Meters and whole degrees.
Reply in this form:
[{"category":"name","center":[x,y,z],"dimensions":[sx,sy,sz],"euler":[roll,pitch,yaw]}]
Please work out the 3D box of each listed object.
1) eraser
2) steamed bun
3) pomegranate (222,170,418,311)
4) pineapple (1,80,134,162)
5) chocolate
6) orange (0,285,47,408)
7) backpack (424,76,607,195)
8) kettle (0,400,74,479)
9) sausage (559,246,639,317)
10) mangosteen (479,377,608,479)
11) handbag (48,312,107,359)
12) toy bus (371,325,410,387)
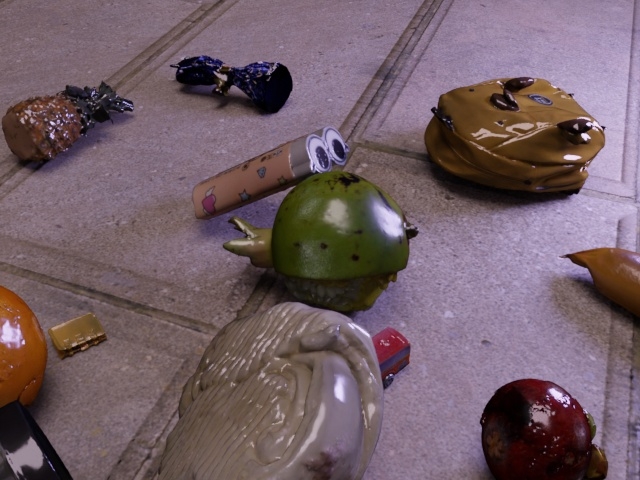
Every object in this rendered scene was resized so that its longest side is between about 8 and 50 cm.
[{"category":"eraser","center":[-0.103,-0.129,1.359],"dimensions":[0.291,0.087,0.171],"euler":[-19,12,32]},{"category":"steamed bun","center":[-0.042,0.249,0.917],"dimensions":[0.324,0.219,0.309],"euler":[-25,35,39]},{"category":"pomegranate","center":[0.000,0.000,1.231],"dimensions":[0.341,0.260,0.260],"euler":[4,41,7]},{"category":"pineapple","center":[-0.573,-0.288,1.625],"dimensions":[0.170,0.141,0.310],"euler":[20,37,26]},{"category":"chocolate","center":[-0.250,-0.426,1.792],"dimensions":[0.343,0.126,0.148],"euler":[18,54,19]},{"category":"orange","center":[-0.531,0.172,1.024],"dimensions":[0.240,0.240,0.240],"euler":[1,41,-1]},{"category":"backpack","center":[0.428,-0.240,1.544],"dimensions":[0.378,0.201,0.353],"euler":[-8,38,-15]},{"category":"kettle","center":[-0.451,0.342,0.850],"dimensions":[0.271,0.207,0.251],"euler":[-33,58,-23]},{"category":"sausage","center":[0.584,0.087,1.248],"dimensions":[0.112,0.112,0.328],"euler":[-30,47,-31]},{"category":"mangosteen","center":[0.315,0.279,0.982],"dimensions":[0.180,0.166,0.166],"euler":[10,33,-33]},{"category":"handbag","center":[-0.414,0.161,1.184],"dimensions":[0.083,0.027,0.061],"euler":[-22,46,-26]},{"category":"toy bus","center":[0.059,0.211,1.103],"dimensions":[0.192,0.077,0.065],"euler":[-28,47,-30]}]
